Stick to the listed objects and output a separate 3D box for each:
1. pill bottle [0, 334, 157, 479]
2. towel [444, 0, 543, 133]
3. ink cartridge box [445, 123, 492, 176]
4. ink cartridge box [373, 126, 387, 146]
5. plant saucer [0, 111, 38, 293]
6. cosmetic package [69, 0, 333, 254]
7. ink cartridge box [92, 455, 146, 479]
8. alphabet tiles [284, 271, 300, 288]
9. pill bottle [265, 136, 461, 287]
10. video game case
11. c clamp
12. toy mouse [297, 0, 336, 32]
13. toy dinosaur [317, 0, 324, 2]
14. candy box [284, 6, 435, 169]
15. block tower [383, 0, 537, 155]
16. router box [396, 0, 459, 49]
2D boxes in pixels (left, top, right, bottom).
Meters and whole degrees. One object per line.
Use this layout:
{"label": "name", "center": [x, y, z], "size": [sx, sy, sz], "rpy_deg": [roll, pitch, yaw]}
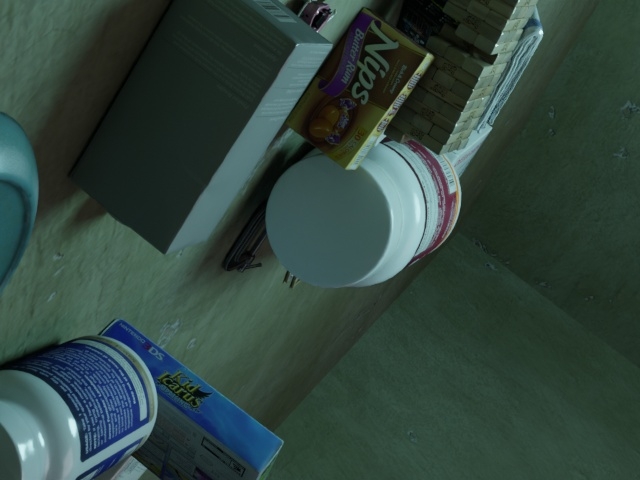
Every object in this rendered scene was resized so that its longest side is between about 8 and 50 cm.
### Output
{"label": "pill bottle", "center": [-0.298, 0.201, 1.248], "size": [0.153, 0.153, 0.264], "rpy_deg": [-55, 169, 17]}
{"label": "towel", "center": [0.246, -0.325, 1.704], "size": [0.209, 0.034, 0.285], "rpy_deg": [117, -26, -48]}
{"label": "ink cartridge box", "center": [0.185, -0.114, 2.305], "size": [0.306, 0.131, 0.226], "rpy_deg": [-58, 170, 31]}
{"label": "ink cartridge box", "center": [0.081, -0.222, 1.624], "size": [0.090, 0.092, 0.143], "rpy_deg": [-46, 166, -30]}
{"label": "plant saucer", "center": [-0.326, 0.038, 0.902], "size": [0.317, 0.043, 0.317], "rpy_deg": [-50, 170, -12]}
{"label": "cosmetic package", "center": [-0.111, -0.117, 1.072], "size": [0.238, 0.127, 0.107], "rpy_deg": [-54, 169, 21]}
{"label": "ink cartridge box", "center": [-0.278, 0.279, 1.752], "size": [0.218, 0.092, 0.158], "rpy_deg": [-48, 169, -11]}
{"label": "alphabet tiles", "center": [0.000, 0.000, 2.235], "size": [0.198, 0.009, 0.237], "rpy_deg": [-46, 167, -30]}
{"label": "pill bottle", "center": [0.071, -0.050, 1.784], "size": [0.224, 0.224, 0.392], "rpy_deg": [-55, 169, 17]}
{"label": "video game case", "center": [-0.190, 0.251, 1.550], "size": [0.061, 0.269, 0.244], "rpy_deg": [-48, 169, -33]}
{"label": "c clamp", "center": [-0.096, -0.008, 1.785], "size": [0.161, 0.022, 0.137], "rpy_deg": [-56, 163, 27]}
{"label": "toy mouse", "center": [-0.032, -0.230, 1.287], "size": [0.161, 0.031, 0.143], "rpy_deg": [-48, 169, -23]}
{"label": "toy dinosaur", "center": [0.012, -0.291, 1.216], "size": [0.093, 0.053, 0.183], "rpy_deg": [-50, 169, -20]}
{"label": "candy box", "center": [0.052, -0.198, 1.533], "size": [0.187, 0.109, 0.053], "rpy_deg": [-54, 168, 13]}
{"label": "block tower", "center": [0.205, -0.269, 1.543], "size": [0.091, 0.097, 0.335], "rpy_deg": [-22, 143, -59]}
{"label": "router box", "center": [0.169, -0.296, 1.668], "size": [0.038, 0.122, 0.092], "rpy_deg": [-42, 167, -23]}
